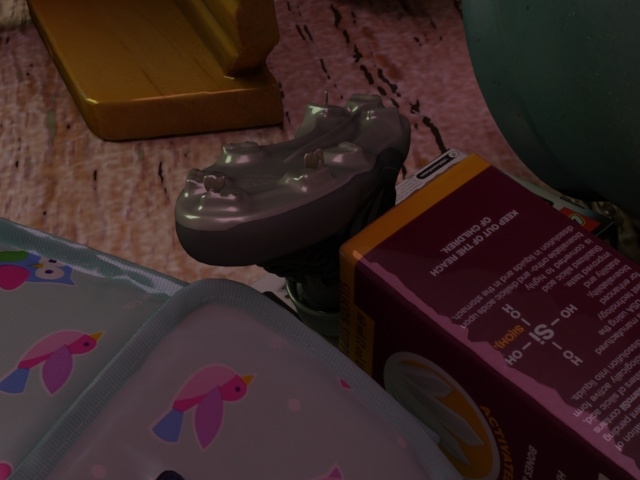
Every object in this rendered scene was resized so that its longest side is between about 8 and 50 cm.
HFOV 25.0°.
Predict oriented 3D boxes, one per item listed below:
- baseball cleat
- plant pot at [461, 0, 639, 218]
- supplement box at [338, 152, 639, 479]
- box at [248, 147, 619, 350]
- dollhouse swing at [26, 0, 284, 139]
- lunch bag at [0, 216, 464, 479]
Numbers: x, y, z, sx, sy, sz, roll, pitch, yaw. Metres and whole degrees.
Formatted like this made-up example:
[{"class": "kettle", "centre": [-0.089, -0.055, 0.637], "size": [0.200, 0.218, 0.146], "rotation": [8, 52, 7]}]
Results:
[{"class": "baseball cleat", "centre": [0.000, 0.000, 0.615], "size": [0.072, 0.109, 0.206], "rotation": [5, 17, 21]}, {"class": "plant pot", "centre": [0.195, -0.120, 0.699], "size": [0.196, 0.293, 0.293], "rotation": [-13, 26, 45]}, {"class": "supplement box", "centre": [0.098, 0.067, 0.557], "size": [0.081, 0.104, 0.188], "rotation": [-35, 56, -27]}, {"class": "box", "centre": [0.036, 0.034, 0.700], "size": [0.207, 0.036, 0.114], "rotation": [-34, 43, -28]}, {"class": "dollhouse swing", "centre": [-0.231, -0.233, 0.850], "size": [0.305, 0.347, 0.315], "rotation": [-18, 38, -12]}, {"class": "lunch bag", "centre": [-0.104, 0.118, 0.525], "size": [0.262, 0.160, 0.223], "rotation": [18, 45, 21]}]
